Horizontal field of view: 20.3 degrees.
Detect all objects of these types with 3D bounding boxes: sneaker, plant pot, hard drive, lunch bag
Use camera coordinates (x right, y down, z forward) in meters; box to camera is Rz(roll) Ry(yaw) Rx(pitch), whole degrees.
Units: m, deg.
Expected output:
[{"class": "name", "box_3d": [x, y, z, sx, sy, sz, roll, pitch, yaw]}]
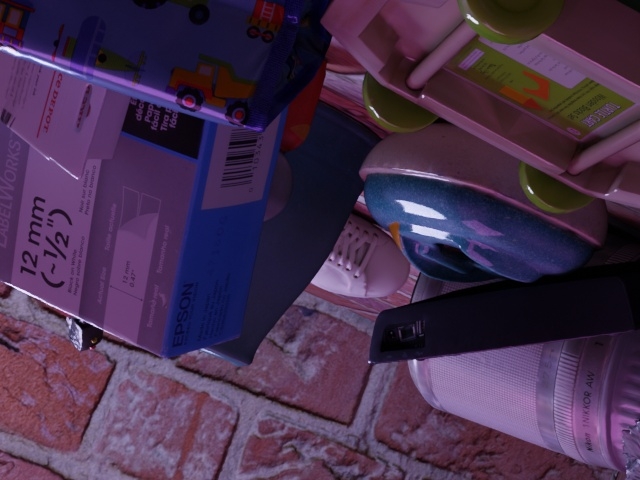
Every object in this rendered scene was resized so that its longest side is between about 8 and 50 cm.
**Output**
[{"class": "sneaker", "box_3d": [0.000, 0.000, 2.283, 0.290, 0.106, 0.123, 25, 176, -20]}, {"class": "plant pot", "box_3d": [-0.108, -0.023, 1.757, 0.271, 0.255, 0.271, 21, 173, 3]}, {"class": "hard drive", "box_3d": [0.183, 0.061, 1.545, 0.254, 0.054, 0.172, -10, -179, 34]}, {"class": "lunch bag", "box_3d": [-0.107, -0.166, 1.195, 0.221, 0.138, 0.293, 19, -176, 2]}]

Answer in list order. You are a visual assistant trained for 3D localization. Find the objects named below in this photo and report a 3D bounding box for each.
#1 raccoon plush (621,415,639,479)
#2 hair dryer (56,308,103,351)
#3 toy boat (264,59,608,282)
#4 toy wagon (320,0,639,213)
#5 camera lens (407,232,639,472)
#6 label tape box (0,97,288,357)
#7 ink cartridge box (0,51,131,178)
[{"class": "raccoon plush", "box_3d": [0.428, 0.080, 1.516, 0.216, 0.299, 0.446, 28, 142, 22]}, {"class": "hair dryer", "box_3d": [-0.337, 0.015, 2.012, 0.223, 0.080, 0.293, 33, 149, 7]}, {"class": "toy boat", "box_3d": [0.068, -0.039, 1.509, 0.318, 0.148, 0.267, 23, 174, -18]}, {"class": "toy wagon", "box_3d": [0.167, -0.075, 1.062, 0.344, 0.068, 0.267, 27, 169, -6]}, {"class": "camera lens", "box_3d": [0.238, 0.093, 1.745, 0.274, 0.219, 0.219, 18, 173, 33]}, {"class": "label tape box", "box_3d": [-0.204, -0.084, 1.449, 0.347, 0.249, 0.115, 21, -161, 28]}, {"class": "ink cartridge box", "box_3d": [-0.190, -0.126, 1.308, 0.060, 0.104, 0.180, -2, -150, -45]}]
